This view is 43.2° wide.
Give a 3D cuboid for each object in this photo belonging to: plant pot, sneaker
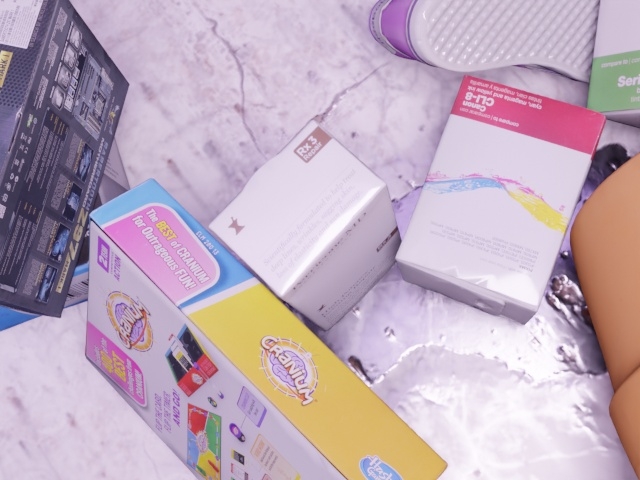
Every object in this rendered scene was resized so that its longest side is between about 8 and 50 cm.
[{"bbox_3d":[0.328,0.034,0.619,0.291,0.291,0.203,-25,60,4],"label":"plant pot"},{"bbox_3d":[0.183,-0.208,0.770,0.282,0.161,0.102,1,104,-21],"label":"sneaker"}]

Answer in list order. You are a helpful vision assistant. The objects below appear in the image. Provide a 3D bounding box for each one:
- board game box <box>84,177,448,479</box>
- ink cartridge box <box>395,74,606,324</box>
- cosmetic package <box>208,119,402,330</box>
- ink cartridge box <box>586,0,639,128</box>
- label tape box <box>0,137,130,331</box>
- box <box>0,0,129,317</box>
[{"bbox_3d":[-0.070,0.134,0.674,0.316,0.242,0.064,43,55,14],"label":"board game box"},{"bbox_3d":[0.157,-0.030,0.722,0.127,0.128,0.176,20,82,13],"label":"ink cartridge box"},{"bbox_3d":[0.000,0.000,0.689,0.085,0.231,0.117,43,88,14],"label":"cosmetic package"},{"bbox_3d":[0.327,-0.204,0.694,0.160,0.093,0.219,7,91,-30],"label":"ink cartridge box"},{"bbox_3d":[-0.345,-0.089,0.826,0.249,0.115,0.347,-20,78,4],"label":"label tape box"},{"bbox_3d":[-0.234,-0.062,0.654,0.059,0.183,0.232,13,80,6],"label":"box"}]
